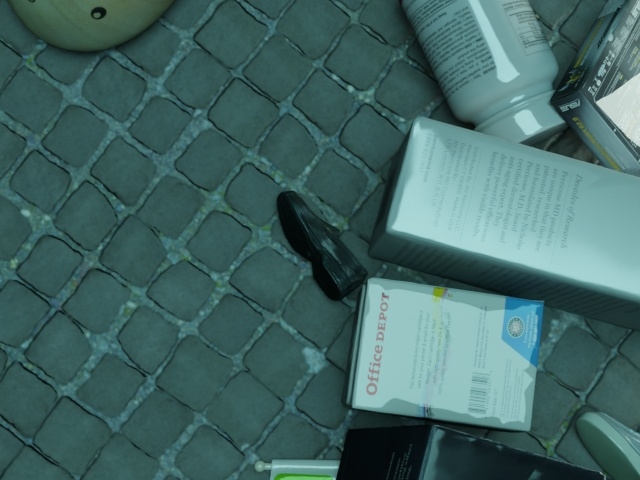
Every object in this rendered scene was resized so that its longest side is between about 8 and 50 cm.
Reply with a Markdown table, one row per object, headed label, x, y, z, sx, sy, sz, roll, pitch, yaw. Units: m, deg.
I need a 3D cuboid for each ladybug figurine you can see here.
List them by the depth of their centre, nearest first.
| label | x | y | z | sx | sy | sz | roll | pitch | yaw |
| --- | --- | --- | --- | --- | --- | --- | --- | --- | --- |
| ladybug figurine | -0.304 | -0.489 | 1.650 | 0.305 | 0.162 | 0.450 | 10 | 81 | -2 |

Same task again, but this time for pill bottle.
| label | x | y | z | sx | sy | sz | roll | pitch | yaw |
| --- | --- | --- | --- | --- | --- | --- | --- | --- | --- |
| pill bottle | 0.230 | -0.261 | 1.651 | 0.160 | 0.160 | 0.283 | -23 | 84 | -6 |

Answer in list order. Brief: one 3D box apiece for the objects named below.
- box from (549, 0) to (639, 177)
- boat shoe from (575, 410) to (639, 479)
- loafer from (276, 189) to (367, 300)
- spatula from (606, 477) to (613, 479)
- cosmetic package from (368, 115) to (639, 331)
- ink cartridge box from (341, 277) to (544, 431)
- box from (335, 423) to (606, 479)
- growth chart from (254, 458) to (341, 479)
| label | x | y | z | sx | sy | sz | roll | pitch | yaw |
| --- | --- | --- | --- | --- | --- | --- | --- | --- | --- |
| box | 0.428 | -0.208 | 1.639 | 0.183 | 0.056 | 0.231 | 45 | 58 | -21 |
| boat shoe | 0.451 | 0.303 | 1.637 | 0.227 | 0.079 | 0.081 | 42 | 64 | 3 |
| loafer | 0.000 | 0.000 | 1.659 | 0.061 | 0.062 | 0.170 | -30 | 88 | -29 |
| spatula | 0.305 | 0.438 | 1.624 | 0.084 | 0.030 | 0.296 | 44 | 81 | 2 |
| cosmetic package | 0.308 | -0.008 | 1.587 | 0.453 | 0.230 | 0.162 | 16 | 81 | -2 |
| ink cartridge box | 0.156 | 0.154 | 1.584 | 0.232 | 0.168 | 0.171 | 9 | 81 | -2 |
| box | 0.135 | 0.388 | 1.419 | 0.211 | 0.395 | 0.294 | 17 | 78 | -10 |
| growth chart | -0.006 | 0.408 | 1.615 | 0.171 | 0.021 | 0.237 | -7 | 82 | -3 |
